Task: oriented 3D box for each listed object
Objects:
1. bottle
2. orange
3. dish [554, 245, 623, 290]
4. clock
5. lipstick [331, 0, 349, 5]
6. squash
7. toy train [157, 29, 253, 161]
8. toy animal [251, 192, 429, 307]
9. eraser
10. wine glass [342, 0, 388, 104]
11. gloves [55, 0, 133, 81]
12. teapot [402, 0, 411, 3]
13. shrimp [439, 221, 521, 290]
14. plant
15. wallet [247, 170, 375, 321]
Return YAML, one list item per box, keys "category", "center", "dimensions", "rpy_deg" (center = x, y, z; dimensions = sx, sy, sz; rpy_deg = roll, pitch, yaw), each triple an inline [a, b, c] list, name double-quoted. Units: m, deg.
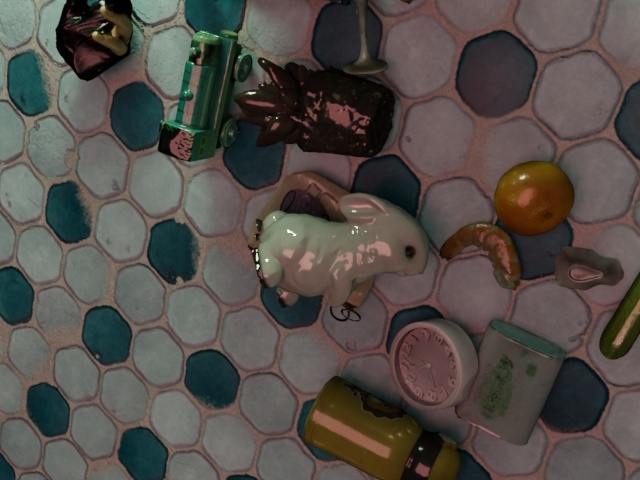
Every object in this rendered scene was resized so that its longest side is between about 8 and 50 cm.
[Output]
- category: "bottle"
  center: [0.149, 0.457, 1.873]
  dimensions: [0.351, 0.171, 0.171]
  rpy_deg: [24, 111, 15]
- category: "orange"
  center: [0.420, -0.087, 1.633]
  dimensions: [0.159, 0.159, 0.136]
  rpy_deg: [-51, 40, 25]
- category: "dish"
  center: [0.542, 0.064, 1.669]
  dimensions: [0.137, 0.039, 0.091]
  rpy_deg: [7, 105, 24]
- category: "clock"
  center: [0.245, 0.271, 1.798]
  dimensions: [0.197, 0.068, 0.196]
  rpy_deg: [4, 96, 45]
- category: "lipstick"
  center: [-0.080, -0.575, 1.779]
  dimensions: [0.312, 0.051, 0.051]
  rpy_deg: [22, 111, 18]
- category: "squash"
  center: [0.626, 0.140, 1.636]
  dimensions: [0.066, 0.066, 0.228]
  rpy_deg: [29, 113, 15]
- category: "toy train"
  center: [-0.257, -0.323, 1.841]
  dimensions: [0.120, 0.194, 0.298]
  rpy_deg: [21, 110, 19]
- category: "toy animal"
  center: [0.043, 0.008, 1.739]
  dimensions: [0.358, 0.194, 0.257]
  rpy_deg: [-18, 72, 10]
- category: "eraser"
  center: [0.403, 0.306, 1.768]
  dimensions: [0.174, 0.081, 0.226]
  rpy_deg: [24, 113, 19]
- category: "wine glass"
  center: [0.076, -0.452, 1.569]
  dimensions: [0.096, 0.264, 0.309]
  rpy_deg: [-3, 119, 5]
- category: "gloves"
  center: [-0.518, -0.522, 1.925]
  dimensions: [0.197, 0.152, 0.301]
  rpy_deg: [51, 142, -2]
- category: "teapot"
  center: [0.149, -0.533, 1.680]
  dimensions: [0.068, 0.076, 0.121]
  rpy_deg: [-28, 120, 37]
- category: "shrimp"
  center: [0.339, 0.044, 1.752]
  dimensions: [0.166, 0.049, 0.161]
  rpy_deg: [-17, 93, 28]
- category: "plant"
  center: [-0.013, -0.275, 1.755]
  dimensions: [0.321, 0.182, 0.194]
  rpy_deg: [18, 115, 21]
- category: "wallet"
  center: [0.001, 0.000, 1.875]
  dimensions: [0.335, 0.068, 0.274]
  rpy_deg: [31, 113, 12]
